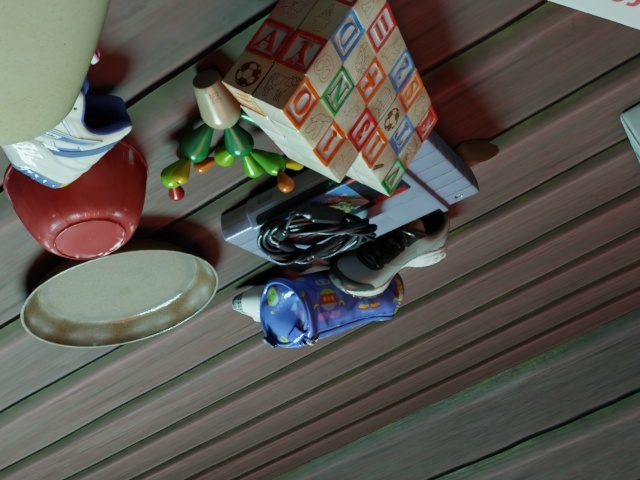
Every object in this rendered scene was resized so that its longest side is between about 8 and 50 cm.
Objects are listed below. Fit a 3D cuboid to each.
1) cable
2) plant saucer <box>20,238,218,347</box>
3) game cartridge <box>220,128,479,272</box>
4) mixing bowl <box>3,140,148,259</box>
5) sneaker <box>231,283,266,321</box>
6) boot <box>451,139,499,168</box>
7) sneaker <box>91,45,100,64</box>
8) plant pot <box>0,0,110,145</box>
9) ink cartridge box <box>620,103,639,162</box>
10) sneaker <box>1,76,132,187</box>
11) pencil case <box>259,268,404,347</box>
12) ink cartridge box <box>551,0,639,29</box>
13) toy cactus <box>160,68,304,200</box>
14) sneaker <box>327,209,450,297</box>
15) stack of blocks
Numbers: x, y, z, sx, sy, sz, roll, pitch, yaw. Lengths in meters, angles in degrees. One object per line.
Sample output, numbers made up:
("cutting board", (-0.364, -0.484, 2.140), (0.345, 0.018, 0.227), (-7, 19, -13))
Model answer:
("cable", (0.000, 0.000, 1.097), (0.185, 0.047, 0.150), (2, 151, -32))
("plant saucer", (-0.323, 0.084, 1.173), (0.311, 0.050, 0.310), (-16, 151, -9))
("game cartridge", (0.047, -0.055, 1.129), (0.355, 0.068, 0.230), (-25, 157, 23))
("mixing bowl", (-0.302, -0.039, 0.919), (0.182, 0.098, 0.181), (-15, 152, -8))
("sneaker", (-0.072, 0.130, 1.408), (0.095, 0.090, 0.235), (-14, 157, 26))
("boot", (0.227, -0.123, 1.195), (0.119, 0.042, 0.087), (-8, 154, -17))
("sneaker", (-0.279, -0.214, 0.666), (0.075, 0.063, 0.170), (-29, 146, 14))
("plant pot", (-0.247, -0.201, 0.491), (0.257, 0.256, 0.274), (-10, 149, -19))
("ink cartridge box", (0.693, -0.184, 1.309), (0.211, 0.121, 0.289), (-32, 151, 21))
("sneaker", (-0.308, -0.156, 0.714), (0.131, 0.111, 0.296), (-31, 161, 10))
("pencil case", (0.027, 0.114, 1.322), (0.306, 0.133, 0.119), (-8, 151, -47))
("ink cartridge box", (0.266, -0.376, 0.551), (0.279, 0.160, 0.384), (13, 143, -12))
("toy cactus", (-0.113, -0.129, 0.903), (0.219, 0.112, 0.180), (-15, 143, 7))
("sneaker", (0.125, 0.013, 1.287), (0.272, 0.100, 0.108), (-25, 144, -31))
("stack of blocks", (0.029, -0.162, 0.852), (0.171, 0.087, 0.297), (-57, 151, -6))
